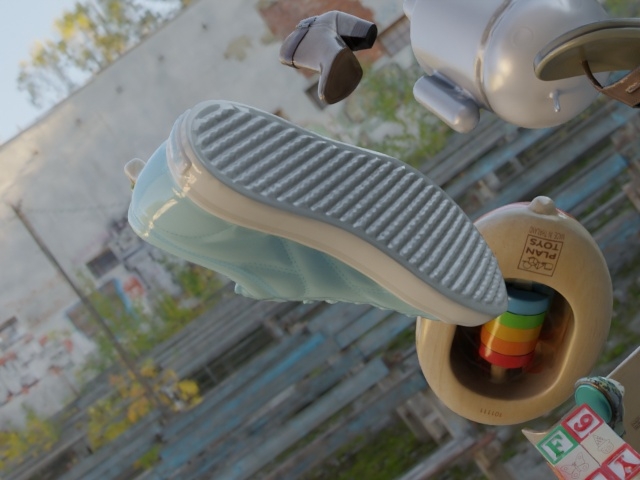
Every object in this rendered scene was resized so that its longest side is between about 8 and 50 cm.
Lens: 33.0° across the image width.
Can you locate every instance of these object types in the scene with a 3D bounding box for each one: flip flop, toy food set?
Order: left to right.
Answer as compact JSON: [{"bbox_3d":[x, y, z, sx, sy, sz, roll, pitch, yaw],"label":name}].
[{"bbox_3d":[0.521,0.296,1.868,0.306,0.220,0.092,-42,24,-3],"label":"toy food set"},{"bbox_3d":[0.372,-0.183,1.179,0.277,0.080,0.112,6,-11,12],"label":"flip flop"}]

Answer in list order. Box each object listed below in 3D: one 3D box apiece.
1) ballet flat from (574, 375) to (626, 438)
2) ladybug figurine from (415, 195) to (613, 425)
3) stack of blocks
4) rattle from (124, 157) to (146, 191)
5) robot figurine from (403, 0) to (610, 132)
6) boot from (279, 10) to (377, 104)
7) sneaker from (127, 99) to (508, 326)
[{"bbox_3d":[0.381,0.221,1.453,0.070,0.070,0.188,-35,-37,-14],"label":"ballet flat"},{"bbox_3d":[0.317,0.107,1.782,0.162,0.305,0.449,-74,-2,-54],"label":"ladybug figurine"},{"bbox_3d":[0.412,0.362,1.405,0.087,0.297,0.171,-40,39,-1],"label":"stack of blocks"},{"bbox_3d":[-0.172,-0.078,1.386,0.143,0.130,0.199,-22,-5,-10],"label":"rattle"},{"bbox_3d":[0.263,-0.280,1.499,0.300,0.353,0.200,-48,-49,2],"label":"robot figurine"},{"bbox_3d":[-0.002,-0.170,1.008,0.087,0.042,0.118,7,49,34],"label":"boot"},{"bbox_3d":[0.000,0.000,0.955,0.150,0.366,0.135,-37,38,40],"label":"sneaker"}]
